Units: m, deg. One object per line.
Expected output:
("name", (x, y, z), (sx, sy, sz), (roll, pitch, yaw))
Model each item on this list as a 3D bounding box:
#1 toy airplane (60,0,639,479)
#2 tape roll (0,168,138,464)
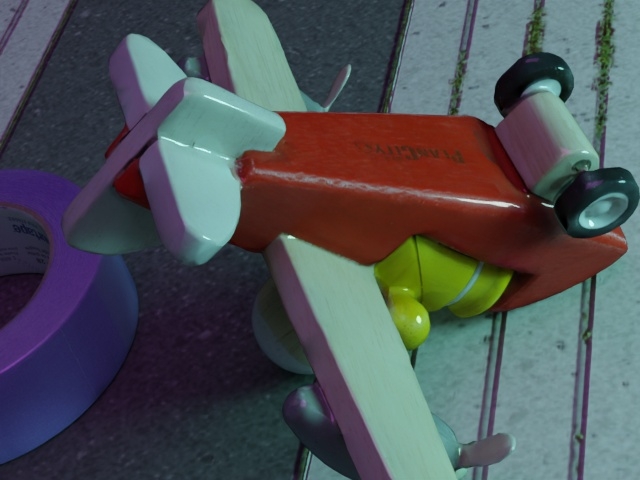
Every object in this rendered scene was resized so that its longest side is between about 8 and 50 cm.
("toy airplane", (0.000, 0.000, 1.032), (0.384, 0.272, 0.386), (32, 42, 7))
("tape roll", (-0.296, 0.063, 1.217), (0.274, 0.090, 0.275), (-11, 41, 10))
